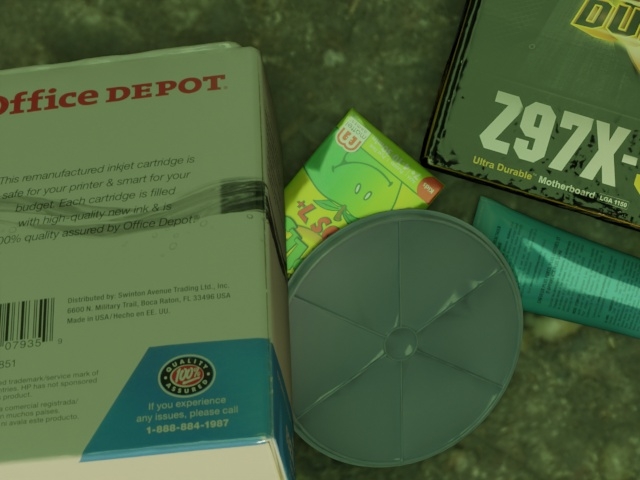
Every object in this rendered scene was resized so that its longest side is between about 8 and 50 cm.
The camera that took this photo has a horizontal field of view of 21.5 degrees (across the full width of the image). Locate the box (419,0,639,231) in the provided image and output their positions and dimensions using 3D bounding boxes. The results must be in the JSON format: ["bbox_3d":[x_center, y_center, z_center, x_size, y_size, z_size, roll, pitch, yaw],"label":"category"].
[{"bbox_3d":[0.260,-0.133,1.253,0.322,0.079,0.257,17,92,-2],"label":"box"}]

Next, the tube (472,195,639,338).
[{"bbox_3d":[0.208,0.034,1.269,0.207,0.052,0.080,17,85,3],"label":"tube"}]

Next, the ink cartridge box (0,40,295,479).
[{"bbox_3d":[-0.136,0.034,1.137,0.223,0.129,0.307,-6,57,5],"label":"ink cartridge box"}]

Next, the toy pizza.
[{"bbox_3d":[0.054,0.071,1.244,0.201,0.032,0.201,-5,107,-17],"label":"toy pizza"}]

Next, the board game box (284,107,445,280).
[{"bbox_3d":[0.000,0.000,1.262,0.092,0.043,0.181,40,89,-2],"label":"board game box"}]
